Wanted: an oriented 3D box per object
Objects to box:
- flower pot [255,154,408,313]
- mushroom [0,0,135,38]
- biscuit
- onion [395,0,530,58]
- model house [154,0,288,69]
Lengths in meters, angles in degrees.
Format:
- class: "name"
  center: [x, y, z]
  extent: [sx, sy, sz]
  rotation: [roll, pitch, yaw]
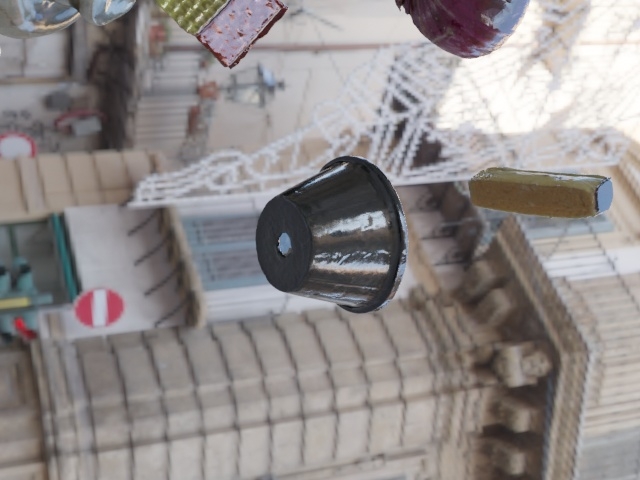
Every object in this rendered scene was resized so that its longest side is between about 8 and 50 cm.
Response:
- class: "flower pot"
  center: [0.000, 0.000, 1.811]
  extent: [0.269, 0.166, 0.269]
  rotation: [17, -68, 51]
- class: "mushroom"
  center: [-0.337, -0.361, 1.439]
  extent: [0.243, 0.243, 0.243]
  rotation: [174, -90, -68]
- class: "biscuit"
  center: [0.285, -0.065, 1.432]
  extent: [0.188, 0.056, 0.052]
  rotation: [8, -55, 38]
- class: "onion"
  center: [0.276, -0.457, 1.942]
  extent: [0.230, 0.272, 0.256]
  rotation: [-121, -149, -56]
- class: "model house"
  center: [-0.221, -0.506, 2.249]
  extent: [0.196, 0.254, 0.160]
  rotation: [-46, -130, 6]
